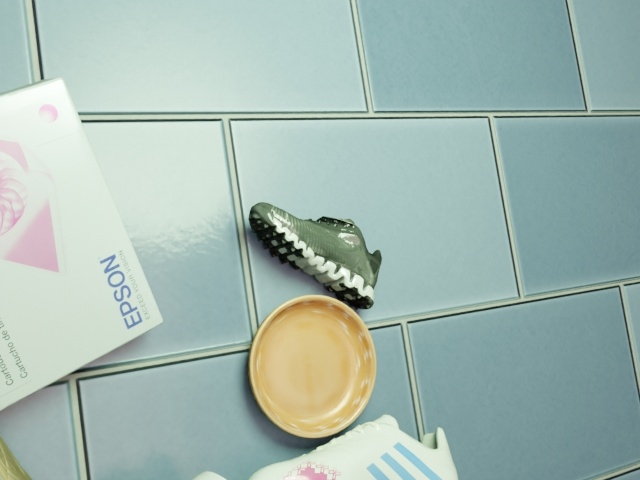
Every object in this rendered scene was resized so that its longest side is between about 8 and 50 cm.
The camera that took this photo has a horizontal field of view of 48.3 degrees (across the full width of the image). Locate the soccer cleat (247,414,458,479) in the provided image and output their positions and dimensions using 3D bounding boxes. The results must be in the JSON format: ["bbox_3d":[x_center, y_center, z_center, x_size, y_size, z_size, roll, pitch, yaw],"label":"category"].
[{"bbox_3d":[0.046,0.315,1.000,0.331,0.116,0.143,12,60,-27],"label":"soccer cleat"}]

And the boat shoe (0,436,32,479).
[{"bbox_3d":[-0.366,0.260,0.750,0.092,0.103,0.285,-29,126,-20],"label":"boat shoe"}]

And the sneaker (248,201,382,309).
[{"bbox_3d":[0.000,0.000,1.038,0.234,0.078,0.106,36,65,-22],"label":"sneaker"}]

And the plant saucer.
[{"bbox_3d":[-0.013,0.178,1.021,0.200,0.037,0.199,4,80,-27],"label":"plant saucer"}]

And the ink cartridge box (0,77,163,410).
[{"bbox_3d":[-0.380,0.024,0.789,0.330,0.071,0.324,-30,112,-31],"label":"ink cartridge box"}]

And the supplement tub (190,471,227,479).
[{"bbox_3d":[-0.201,0.421,0.765,0.316,0.228,0.228,-29,95,-35],"label":"supplement tub"}]
